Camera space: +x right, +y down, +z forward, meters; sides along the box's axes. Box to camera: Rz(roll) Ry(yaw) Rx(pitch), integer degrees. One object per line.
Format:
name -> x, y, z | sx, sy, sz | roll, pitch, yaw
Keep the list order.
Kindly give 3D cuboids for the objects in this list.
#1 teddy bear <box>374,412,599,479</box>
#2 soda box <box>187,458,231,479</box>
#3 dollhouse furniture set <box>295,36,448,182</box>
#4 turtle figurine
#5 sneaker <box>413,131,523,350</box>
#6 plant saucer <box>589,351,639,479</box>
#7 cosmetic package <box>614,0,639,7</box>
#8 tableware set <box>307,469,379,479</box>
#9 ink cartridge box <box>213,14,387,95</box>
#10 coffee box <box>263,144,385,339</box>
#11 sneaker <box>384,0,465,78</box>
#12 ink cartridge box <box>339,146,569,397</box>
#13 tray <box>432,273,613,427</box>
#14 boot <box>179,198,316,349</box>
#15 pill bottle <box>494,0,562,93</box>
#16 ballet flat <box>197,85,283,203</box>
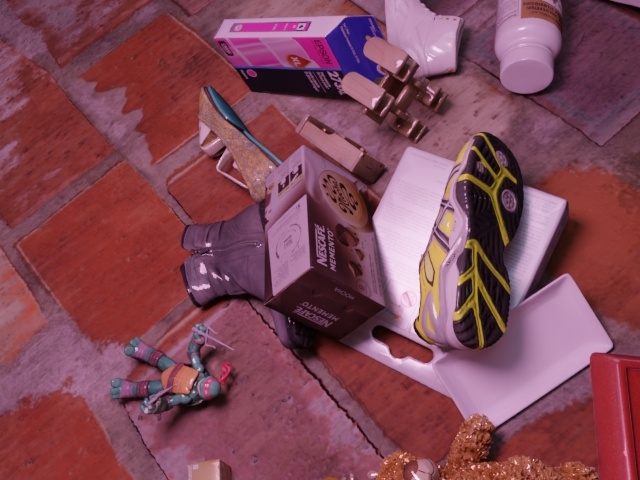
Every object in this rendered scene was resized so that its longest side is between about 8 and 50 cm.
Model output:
teddy bear -> 0.243, 0.375, 1.008 | 0.338, 0.113, 0.245 | 21, 65, 19
soda box -> -0.175, 0.448, 1.115 | 0.058, 0.061, 0.181 | -12, 58, 7
dollhouse furniture set -> 0.094, -0.264, 1.380 | 0.161, 0.212, 0.242 | 39, 101, 30
turtle figurine -> -0.254, 0.240, 1.228 | 0.234, 0.118, 0.175 | 1, 44, 33
sneaker -> 0.225, -0.009, 1.138 | 0.147, 0.145, 0.384 | -21, 46, 53
plant saucer -> 0.531, 0.281, 1.000 | 0.259, 0.047, 0.259 | 5, 57, 6
cosmetic package -> 0.674, -0.717, 1.373 | 0.394, 0.329, 0.327 | -38, 41, -9
tableware set -> 0.054, 0.419, 1.097 | 0.154, 0.024, 0.104 | -10, 62, 8
ink cartridge box -> -0.030, -0.381, 1.458 | 0.371, 0.175, 0.069 | 7, 63, 31
coffee box -> 0.000, 0.000, 1.219 | 0.119, 0.168, 0.297 | -39, 36, 31
sneaker -> 0.227, -0.476, 1.533 | 0.169, 0.108, 0.292 | -7, 69, 9
ink cartridge box -> 0.219, 0.056, 1.251 | 0.308, 0.091, 0.384 | 24, 86, 25
tray -> 0.322, 0.182, 1.130 | 0.270, 0.030, 0.145 | -32, 93, -5
boot -> -0.141, 0.084, 1.308 | 0.223, 0.118, 0.338 | -22, 50, 9
pill bottle -> 0.421, -0.418, 1.424 | 0.131, 0.131, 0.229 | 2, 61, 16
ballet flat -> -0.188, -0.201, 1.476 | 0.123, 0.123, 0.348 | -37, 58, -8
